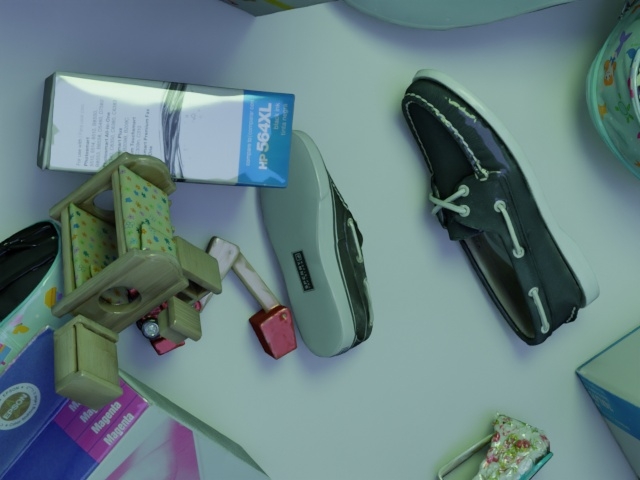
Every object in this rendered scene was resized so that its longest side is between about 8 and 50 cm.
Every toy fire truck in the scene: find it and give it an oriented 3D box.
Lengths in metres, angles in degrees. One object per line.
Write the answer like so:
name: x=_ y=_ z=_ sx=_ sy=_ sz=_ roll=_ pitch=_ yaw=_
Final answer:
toy fire truck: x=-0.116 y=0.040 z=1.074 sx=0.135 sy=0.047 sz=0.192 roll=-25 pitch=101 yaw=-13

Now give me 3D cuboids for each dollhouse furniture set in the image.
dollhouse furniture set: x=-0.119 y=0.050 z=0.908 sx=0.101 sy=0.181 sz=0.161 roll=-34 pitch=137 yaw=23

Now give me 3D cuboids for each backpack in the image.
backpack: x=0.388 y=-0.163 z=1.122 sx=0.225 sy=0.191 sz=0.253 roll=40 pitch=77 yaw=-13
backpack: x=-0.257 y=0.080 z=0.977 sx=0.144 sy=0.166 sz=0.188 roll=39 pitch=88 yaw=-26

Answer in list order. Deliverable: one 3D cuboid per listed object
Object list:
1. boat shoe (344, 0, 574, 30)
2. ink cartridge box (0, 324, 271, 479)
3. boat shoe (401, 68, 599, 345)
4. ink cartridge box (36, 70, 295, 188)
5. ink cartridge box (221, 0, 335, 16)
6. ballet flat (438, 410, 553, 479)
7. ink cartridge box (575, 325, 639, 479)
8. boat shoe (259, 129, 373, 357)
boat shoe: x=0.189 y=-0.293 z=1.080 sx=0.367 sy=0.156 sz=0.135 roll=-5 pitch=113 yaw=16
ink cartridge box: x=-0.227 y=0.268 z=0.963 sx=0.324 sy=0.071 sz=0.330 roll=-50 pitch=146 yaw=-5
boat shoe: x=0.163 y=-0.027 z=1.113 sx=0.091 sy=0.114 sz=0.302 roll=-42 pitch=104 yaw=-14
ink cartridge box: x=-0.140 y=-0.095 z=1.000 sx=0.203 sy=0.148 sz=0.085 roll=4 pitch=94 yaw=-17
ink cartridge box: x=-0.102 y=-0.300 z=0.869 sx=0.279 sy=0.385 sz=0.160 roll=21 pitch=93 yaw=-17
ballet flat: x=0.139 y=0.275 z=1.166 sx=0.077 sy=0.091 sz=0.241 roll=41 pitch=78 yaw=14
ink cartridge box: x=0.437 y=0.209 z=1.162 sx=0.198 sy=0.197 sz=0.270 roll=-32 pitch=101 yaw=-6
boat shoe: x=0.000 y=0.000 z=1.096 sx=0.070 sy=0.078 sz=0.219 roll=-18 pitch=98 yaw=-49
